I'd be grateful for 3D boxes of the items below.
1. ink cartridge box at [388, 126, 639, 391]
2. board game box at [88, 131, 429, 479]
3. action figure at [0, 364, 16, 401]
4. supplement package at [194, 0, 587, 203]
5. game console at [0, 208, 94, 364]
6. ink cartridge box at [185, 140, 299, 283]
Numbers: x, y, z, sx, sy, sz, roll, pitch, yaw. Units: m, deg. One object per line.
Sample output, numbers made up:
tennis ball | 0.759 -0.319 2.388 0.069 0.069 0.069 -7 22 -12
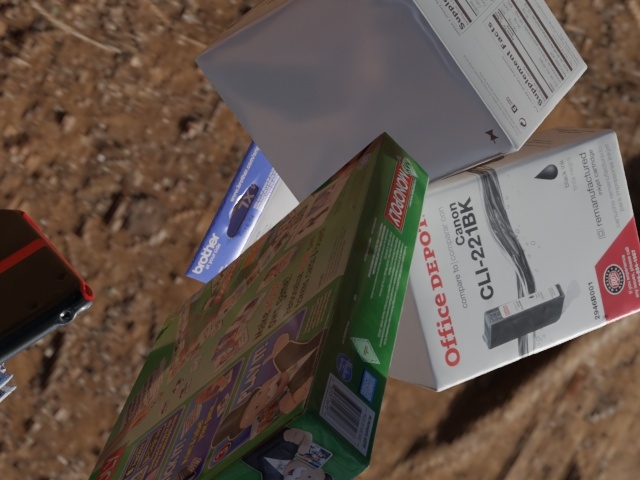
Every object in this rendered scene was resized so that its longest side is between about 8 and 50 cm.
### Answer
ink cartridge box | 0.181 0.014 1.584 0.273 0.114 0.197 -19 102 -21
board game box | -0.042 0.078 0.883 0.046 0.317 0.213 43 116 -13
action figure | -0.481 0.209 1.927 0.185 0.285 0.099 -26 93 -25
supplement package | 0.058 -0.158 1.377 0.204 0.262 0.145 54 48 -13
game console | -0.471 0.116 1.820 0.387 0.342 0.060 -34 121 -11
ink cartridge box | 0.000 0.000 1.736 0.311 0.065 0.185 22 98 -38
